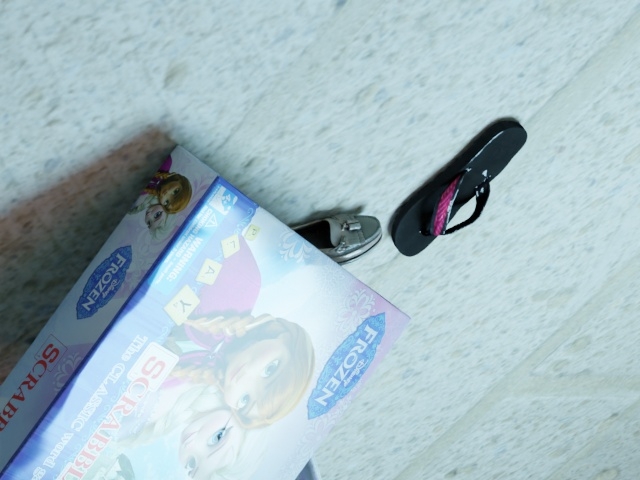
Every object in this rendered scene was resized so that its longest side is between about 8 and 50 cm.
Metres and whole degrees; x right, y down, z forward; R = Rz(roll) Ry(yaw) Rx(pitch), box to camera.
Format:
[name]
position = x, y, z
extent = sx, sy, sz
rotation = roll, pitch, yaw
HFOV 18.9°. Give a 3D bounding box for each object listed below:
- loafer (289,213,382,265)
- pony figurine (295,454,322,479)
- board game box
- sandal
[loafer]
position = 0.000, 0.000, 1.739
extent = 0.125, 0.045, 0.039
rotation = -17, 144, -17
[pony figurine]
position = -0.060, 0.347, 1.921
extent = 0.363, 0.351, 0.303
rotation = -26, 154, -14
[board game box]
position = -0.108, 0.123, 1.641
extent = 0.319, 0.066, 0.318
rotation = -54, 140, 0
[sandal]
position = 0.130, -0.040, 1.794
extent = 0.067, 0.040, 0.179
rotation = 4, 138, -47
